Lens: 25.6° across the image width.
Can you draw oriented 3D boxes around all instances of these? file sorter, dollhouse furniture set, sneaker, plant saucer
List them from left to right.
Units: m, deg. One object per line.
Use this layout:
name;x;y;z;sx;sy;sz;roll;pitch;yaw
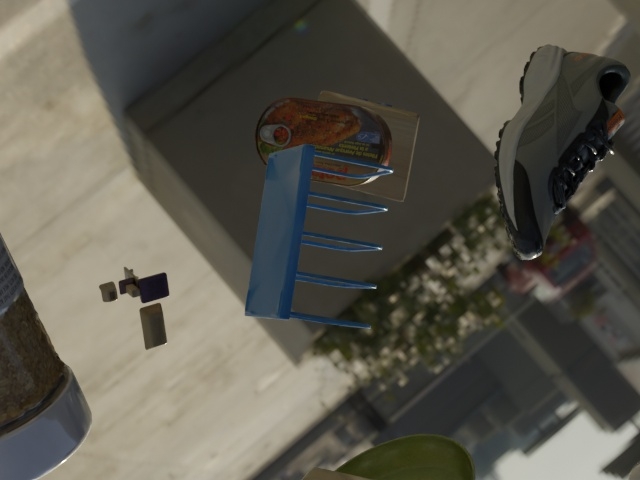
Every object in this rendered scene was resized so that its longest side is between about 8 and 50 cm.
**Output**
dollhouse furniture set;-0.262;0.095;1.942;0.091;0.114;0.081;-16;-156;-24
file sorter;0.000;0.000;1.413;0.118;0.105;0.170;176;-77;-70
plant saucer;0.065;0.303;1.493;0.241;0.037;0.241;-28;-157;13
sneaker;0.245;-0.097;1.427;0.100;0.108;0.271;66;37;-47

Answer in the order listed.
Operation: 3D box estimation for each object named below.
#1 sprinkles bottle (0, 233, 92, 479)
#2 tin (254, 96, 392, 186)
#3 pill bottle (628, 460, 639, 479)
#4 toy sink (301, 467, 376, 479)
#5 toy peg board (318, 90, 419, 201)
sprinkles bottle;-0.292;0.016;1.045;0.121;0.355;0.121;-18;-157;8
tin;0.004;-0.129;1.841;0.040;0.190;0.106;0;100;-65
pill bottle;0.513;0.265;1.758;0.153;0.153;0.264;-32;165;-48
toy sink;0.013;0.342;1.218;0.153;0.131;0.234;-41;136;-60
toy peg board;0.076;-0.166;2.252;0.079;0.161;0.160;-63;165;-52
